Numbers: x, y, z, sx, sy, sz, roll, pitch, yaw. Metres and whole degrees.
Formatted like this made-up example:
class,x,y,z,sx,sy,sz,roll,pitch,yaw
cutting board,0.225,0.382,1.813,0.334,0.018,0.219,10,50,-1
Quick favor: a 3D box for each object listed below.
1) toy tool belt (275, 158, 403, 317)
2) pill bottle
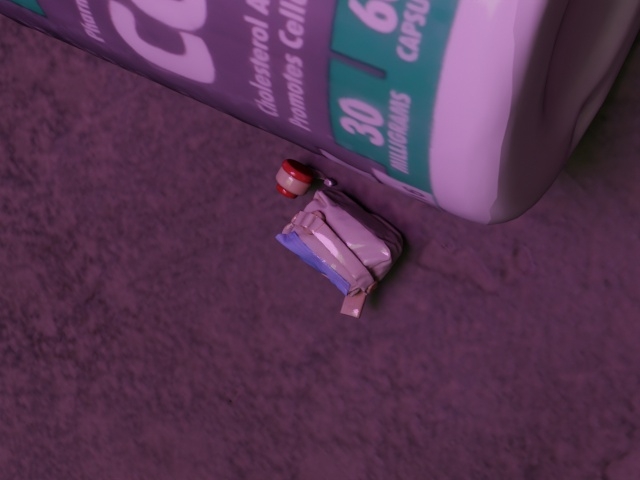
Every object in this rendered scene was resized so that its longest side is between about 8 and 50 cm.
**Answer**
class,x,y,z,sx,sy,sz,roll,pitch,yaw
toy tool belt,0.000,0.000,0.543,0.083,0.052,0.051,39,110,15
pill bottle,-0.043,-0.165,0.432,0.361,0.204,0.204,25,114,21
